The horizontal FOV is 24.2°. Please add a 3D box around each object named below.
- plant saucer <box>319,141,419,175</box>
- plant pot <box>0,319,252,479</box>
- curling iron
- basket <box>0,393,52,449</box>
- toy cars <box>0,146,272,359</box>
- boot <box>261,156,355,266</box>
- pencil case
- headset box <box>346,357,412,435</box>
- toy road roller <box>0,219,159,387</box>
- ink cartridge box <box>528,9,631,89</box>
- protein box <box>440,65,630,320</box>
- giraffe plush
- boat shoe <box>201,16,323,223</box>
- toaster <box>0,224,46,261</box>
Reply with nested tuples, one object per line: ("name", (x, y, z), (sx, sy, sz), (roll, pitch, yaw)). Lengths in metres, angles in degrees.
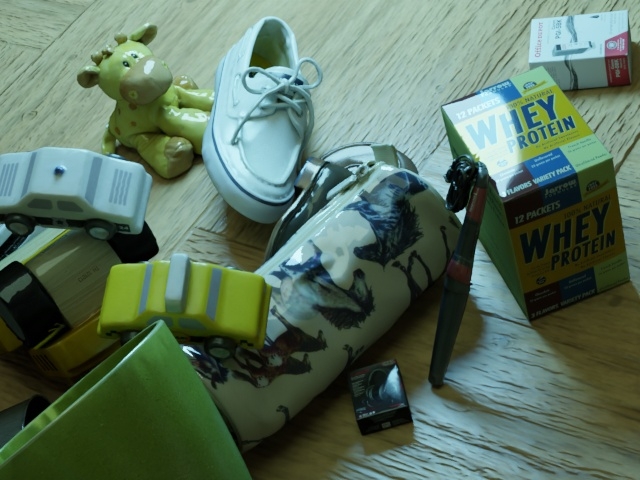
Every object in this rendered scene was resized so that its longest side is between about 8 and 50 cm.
("plant saucer", (0.047, -0.078, 1.992), (0.168, 0.029, 0.168), (-9, 44, 9))
("plant pot", (-0.170, 0.278, 1.502), (0.275, 0.293, 0.275), (-40, 4, 4))
("curling iron", (0.154, 0.035, 1.694), (0.035, 0.274, 0.068), (1, 16, -18))
("basket", (-0.406, 0.296, 1.688), (0.227, 0.154, 0.204), (-19, 41, 6))
("toy cars", (-0.221, -0.002, 1.657), (0.176, 0.087, 0.393), (-39, 64, -20))
("boot", (0.000, 0.000, 1.886), (0.106, 0.082, 0.219), (16, 70, 15))
("pencil case", (-0.021, 0.073, 1.749), (0.410, 0.183, 0.160), (-42, 16, -21))
("headset box", (0.067, 0.177, 1.723), (0.062, 0.032, 0.083), (-15, 45, 4))
("toy road roller", (-0.285, 0.101, 1.841), (0.202, 0.240, 0.329), (-37, 9, -20))
("ink cartridge box", (0.355, -0.259, 2.047), (0.135, 0.056, 0.099), (-4, 46, 15))
("protein box", (0.255, -0.057, 1.770), (0.136, 0.201, 0.200), (-22, 43, -3))
("giraffe plush", (-0.248, -0.212, 2.127), (0.210, 0.170, 0.181), (6, 49, 24))
("boat shoe", (-0.063, -0.187, 2.031), (0.136, 0.156, 0.367), (25, 36, -19))
("toaster", (-0.469, 0.005, 2.016), (0.146, 0.129, 0.227), (18, 53, 30))
